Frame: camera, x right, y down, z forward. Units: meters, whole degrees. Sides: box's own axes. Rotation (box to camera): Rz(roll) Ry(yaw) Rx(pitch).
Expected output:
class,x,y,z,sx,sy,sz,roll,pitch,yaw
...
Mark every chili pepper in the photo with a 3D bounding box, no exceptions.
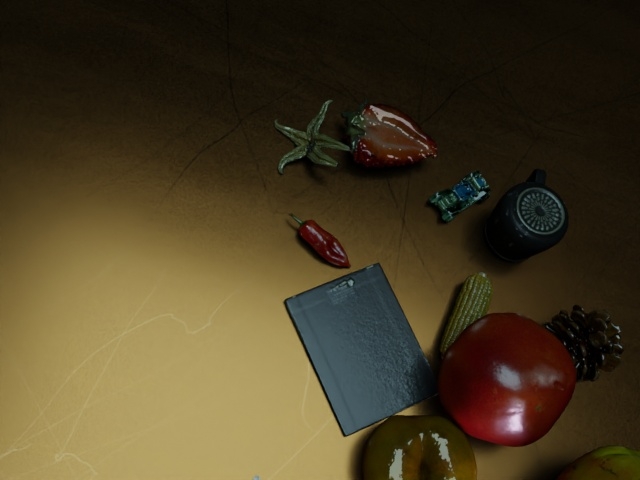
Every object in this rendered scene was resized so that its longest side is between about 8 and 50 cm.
class,x,y,z,sx,sy,sz,roll,pitch,yaw
chili pepper,0.000,0.000,1.849,0.191,0.050,0.059,40,51,-4

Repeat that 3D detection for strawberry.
class,x,y,z,sx,sy,sz,roll,pitch,yaw
strawberry,0.167,-0.256,1.951,0.228,0.098,0.174,0,72,-15

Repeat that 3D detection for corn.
class,x,y,z,sx,sy,sz,roll,pitch,yaw
corn,0.342,0.181,1.844,0.080,0.080,0.238,26,70,-2

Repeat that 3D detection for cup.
class,x,y,z,sx,sy,sz,roll,pitch,yaw
cup,0.499,-0.062,1.909,0.169,0.176,0.223,20,65,-2

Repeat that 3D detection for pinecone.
class,x,y,z,sx,sy,sz,roll,pitch,yaw
pinecone,0.601,0.242,1.839,0.195,0.150,0.179,-15,71,-7

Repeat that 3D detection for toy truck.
class,x,y,z,sx,sy,sz,roll,pitch,yaw
toy truck,0.351,-0.114,1.949,0.154,0.078,0.080,-30,78,-19

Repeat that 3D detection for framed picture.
class,x,y,z,sx,sy,sz,roll,pitch,yaw
framed picture,0.097,0.242,1.806,0.256,0.014,0.338,-21,77,-19

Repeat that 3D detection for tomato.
class,x,y,z,sx,sy,sz,roll,pitch,yaw
tomato,0.410,0.310,1.707,0.299,0.226,0.298,-7,108,-22

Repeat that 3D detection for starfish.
class,x,y,z,sx,sy,sz,roll,pitch,yaw
starfish,-0.023,-0.244,1.908,0.224,0.050,0.216,31,94,23

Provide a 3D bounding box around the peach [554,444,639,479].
class,x,y,z,sx,sy,sz,roll,pitch,yaw
peach,0.623,0.613,1.625,0.370,0.370,0.369,4,70,-11

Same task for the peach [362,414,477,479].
class,x,y,z,sx,sy,sz,roll,pitch,yaw
peach,0.209,0.490,1.672,0.251,0.153,0.251,3,63,-7

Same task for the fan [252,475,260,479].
class,x,y,z,sx,sy,sz,roll,pitch,yaw
fan,-0.122,0.651,1.617,0.191,0.009,0.328,1,71,-11
